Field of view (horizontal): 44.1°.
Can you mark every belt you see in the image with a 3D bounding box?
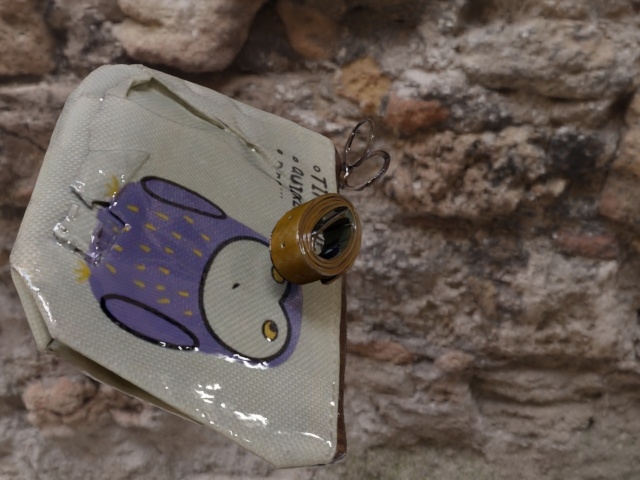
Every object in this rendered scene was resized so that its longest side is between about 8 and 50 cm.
[{"bbox_3d":[0.000,0.000,0.577,0.036,0.059,0.083,-22,13,38],"label":"belt"}]

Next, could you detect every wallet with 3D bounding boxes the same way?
[{"bbox_3d":[-0.074,-0.008,0.597,0.275,0.068,0.335,21,49,-23],"label":"wallet"}]
